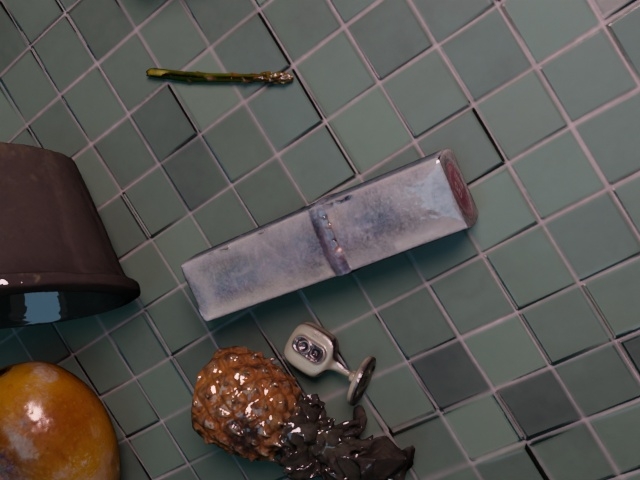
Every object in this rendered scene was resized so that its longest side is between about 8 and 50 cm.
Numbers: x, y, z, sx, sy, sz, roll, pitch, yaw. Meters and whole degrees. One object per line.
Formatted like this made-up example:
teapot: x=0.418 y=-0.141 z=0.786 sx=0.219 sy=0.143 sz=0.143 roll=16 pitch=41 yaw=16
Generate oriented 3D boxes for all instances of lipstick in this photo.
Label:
lipstick: x=0.000 y=0.000 z=0.677 sx=0.290 sy=0.077 sz=0.076 roll=-20 pitch=97 yaw=25

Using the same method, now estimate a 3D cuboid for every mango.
mango: x=-0.328 y=0.282 z=0.845 sx=0.193 sy=0.146 sz=0.316 roll=12 pitch=122 yaw=18

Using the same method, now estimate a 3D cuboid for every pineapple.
pineapple: x=-0.014 y=0.196 z=0.714 sx=0.237 sy=0.119 sz=0.111 roll=22 pitch=124 yaw=12

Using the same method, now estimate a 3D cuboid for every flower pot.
flower pot: x=-0.328 y=-0.002 z=0.732 sx=0.269 sy=0.269 sz=0.166 roll=-14 pitch=76 yaw=23

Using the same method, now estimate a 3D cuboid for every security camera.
security camera: x=0.006 y=0.123 z=0.723 sx=0.092 sy=0.058 sz=0.058 roll=25 pitch=111 yaw=16

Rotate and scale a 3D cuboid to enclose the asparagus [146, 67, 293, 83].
asparagus: x=-0.104 y=-0.164 z=0.709 sx=0.166 sy=0.013 sz=0.016 roll=8 pitch=117 yaw=19
